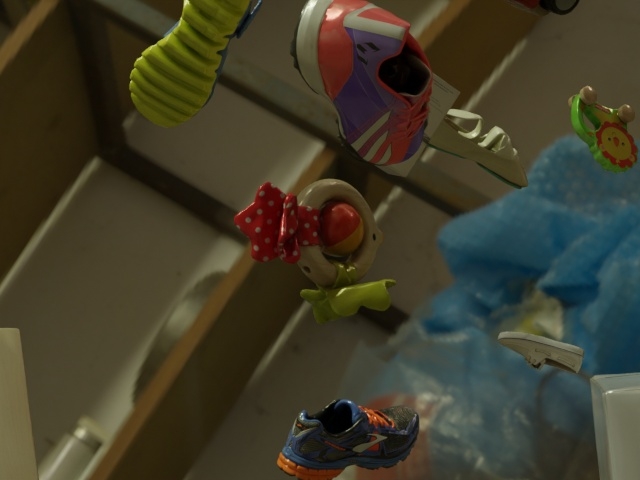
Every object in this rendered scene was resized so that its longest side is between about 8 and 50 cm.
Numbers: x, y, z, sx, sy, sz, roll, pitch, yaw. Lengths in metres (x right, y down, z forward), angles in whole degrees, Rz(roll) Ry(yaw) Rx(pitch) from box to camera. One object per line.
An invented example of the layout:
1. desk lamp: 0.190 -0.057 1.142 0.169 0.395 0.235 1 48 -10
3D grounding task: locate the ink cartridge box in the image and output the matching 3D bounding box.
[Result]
1. ink cartridge box: 0.116 -0.155 1.533 0.135 0.056 0.099 -57 12 0

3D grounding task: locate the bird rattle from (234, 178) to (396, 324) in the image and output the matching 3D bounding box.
1. bird rattle: 0.000 0.000 1.700 0.143 0.253 0.207 -25 23 48

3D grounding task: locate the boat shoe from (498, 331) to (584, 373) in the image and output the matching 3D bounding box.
1. boat shoe: 0.253 0.132 1.328 0.035 0.100 0.035 87 -161 -71

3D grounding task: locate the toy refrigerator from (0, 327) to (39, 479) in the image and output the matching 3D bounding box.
1. toy refrigerator: -0.439 0.255 1.499 0.102 0.270 0.094 2 -31 -32

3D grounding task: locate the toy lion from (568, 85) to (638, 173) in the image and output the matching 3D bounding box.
1. toy lion: 0.361 -0.135 1.458 0.034 0.100 0.096 -37 37 54

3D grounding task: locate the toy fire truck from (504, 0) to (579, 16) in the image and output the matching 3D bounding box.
1. toy fire truck: 0.269 -0.426 1.484 0.246 0.158 0.217 18 -77 -40

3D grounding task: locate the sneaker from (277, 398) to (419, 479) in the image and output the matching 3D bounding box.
1. sneaker: 0.047 0.243 1.469 0.221 0.083 0.087 -9 -63 -42

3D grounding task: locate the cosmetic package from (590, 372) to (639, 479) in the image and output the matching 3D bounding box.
1. cosmetic package: 0.362 0.252 1.181 0.224 0.138 0.224 12 -107 -79

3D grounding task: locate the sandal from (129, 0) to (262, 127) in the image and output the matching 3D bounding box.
1. sandal: -0.172 -0.299 1.705 0.317 0.126 0.138 -50 1 32

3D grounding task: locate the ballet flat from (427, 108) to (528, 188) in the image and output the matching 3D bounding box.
1. ballet flat: 0.261 -0.160 1.892 0.086 0.248 0.086 -41 38 43

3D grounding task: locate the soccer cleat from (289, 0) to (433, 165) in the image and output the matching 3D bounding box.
1. soccer cleat: 0.073 -0.154 1.225 0.109 0.116 0.318 -70 -25 -13
